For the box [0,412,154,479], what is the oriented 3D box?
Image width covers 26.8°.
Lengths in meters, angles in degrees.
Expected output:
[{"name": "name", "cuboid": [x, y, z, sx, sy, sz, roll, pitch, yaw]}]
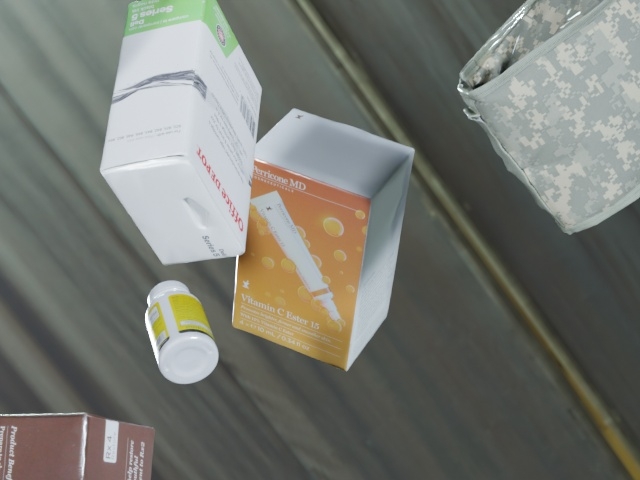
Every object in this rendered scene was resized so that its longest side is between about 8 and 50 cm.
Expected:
[{"name": "box", "cuboid": [-0.381, 0.292, 1.492, 0.381, 0.191, 0.143, -4, -15, 29]}]

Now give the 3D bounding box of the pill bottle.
[{"name": "pill bottle", "cuboid": [-0.151, 0.094, 1.434, 0.065, 0.065, 0.116, -35, 37, 7]}]

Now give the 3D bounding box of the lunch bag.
[{"name": "lunch bag", "cuboid": [0.319, -0.178, 1.562, 0.287, 0.235, 0.169, -40, 25, 0]}]

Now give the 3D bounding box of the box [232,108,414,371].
[{"name": "box", "cuboid": [0.000, 0.000, 2.129, 0.168, 0.215, 0.345, -49, -27, -48]}]

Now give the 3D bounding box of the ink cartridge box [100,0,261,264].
[{"name": "ink cartridge box", "cuboid": [-0.163, -0.137, 1.635, 0.115, 0.198, 0.273, -8, 52, 16]}]
